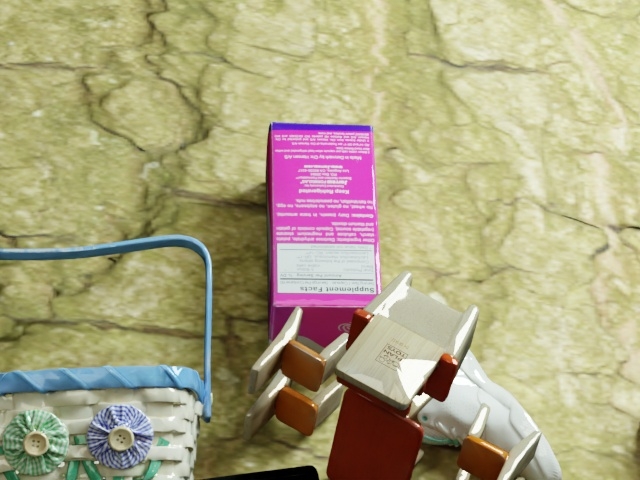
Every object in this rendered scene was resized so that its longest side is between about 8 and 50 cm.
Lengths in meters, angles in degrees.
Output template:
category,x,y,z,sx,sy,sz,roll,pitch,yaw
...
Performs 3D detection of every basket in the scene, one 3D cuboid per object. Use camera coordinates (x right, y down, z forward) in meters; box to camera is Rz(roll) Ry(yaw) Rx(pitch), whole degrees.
category,x,y,z,sx,sy,sz,roll,pitch,yaw
basket,-0.216,0.139,1.507,0.254,0.201,0.289,-6,68,-6

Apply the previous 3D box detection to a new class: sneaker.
category,x,y,z,sx,sy,sz,roll,pitch,yaw
sneaker,0.144,0.178,1.592,0.094,0.080,0.212,-37,60,-10

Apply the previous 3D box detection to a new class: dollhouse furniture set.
category,x,y,z,sx,sy,sz,roll,pitch,yaw
dollhouse furniture set,0.056,0.162,1.479,0.262,0.259,0.135,27,50,15

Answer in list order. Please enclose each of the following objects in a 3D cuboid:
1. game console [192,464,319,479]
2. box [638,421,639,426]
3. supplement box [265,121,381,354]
category,x,y,z,sx,sy,sz,roll,pitch,yaw
game console,0.056,0.260,1.353,0.361,0.044,0.213,-7,35,-5
box,0.455,0.183,1.570,0.257,0.123,0.128,35,63,17
supplement box,0.000,0.000,1.662,0.113,0.111,0.220,2,59,-3
